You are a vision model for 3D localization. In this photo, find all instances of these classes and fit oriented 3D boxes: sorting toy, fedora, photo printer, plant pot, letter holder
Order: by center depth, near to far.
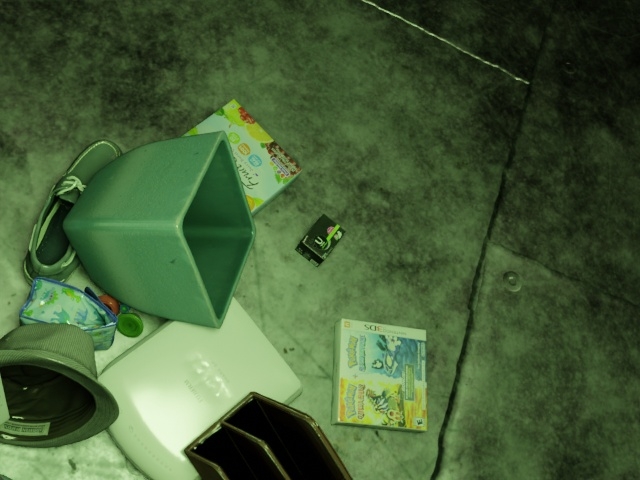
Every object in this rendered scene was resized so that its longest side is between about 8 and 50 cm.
[{"bbox_3d":[-0.440,0.213,1.134,0.244,0.275,0.124,37,33,-30],"label":"fedora"},{"bbox_3d":[-0.042,0.419,1.139,0.152,0.214,0.301,-38,110,-28],"label":"letter holder"},{"bbox_3d":[-0.284,-0.020,1.249,0.253,0.247,0.247,1,44,16],"label":"plant pot"},{"bbox_3d":[-0.220,0.261,1.256,0.308,0.107,0.256,-36,85,-28],"label":"photo printer"},{"bbox_3d":[-0.356,0.126,1.298,0.102,0.061,0.042,38,27,-11],"label":"sorting toy"}]

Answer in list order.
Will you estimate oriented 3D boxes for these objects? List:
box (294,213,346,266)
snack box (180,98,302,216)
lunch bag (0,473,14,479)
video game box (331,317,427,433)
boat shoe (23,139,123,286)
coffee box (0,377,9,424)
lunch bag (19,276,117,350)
[{"bbox_3d":[0.000,0.000,1.471,0.062,0.052,0.083,38,63,-3],"label":"box"},{"bbox_3d":[-0.171,-0.156,1.460,0.207,0.070,0.174,46,61,3],"label":"snack box"},{"bbox_3d":[-0.482,0.473,0.937,0.386,0.239,0.327,10,59,27],"label":"lunch bag"},{"bbox_3d":[0.117,0.264,1.413,0.187,0.048,0.205,8,67,-14],"label":"video game box"},{"bbox_3d":[-0.438,-0.061,1.309,0.116,0.099,0.319,24,63,-9],"label":"boat shoe"},{"bbox_3d":[-0.576,0.240,0.905,0.168,0.118,0.297,11,26,25],"label":"coffee box"},{"bbox_3d":[-0.421,0.135,1.218,0.151,0.129,0.096,20,59,-10],"label":"lunch bag"}]
